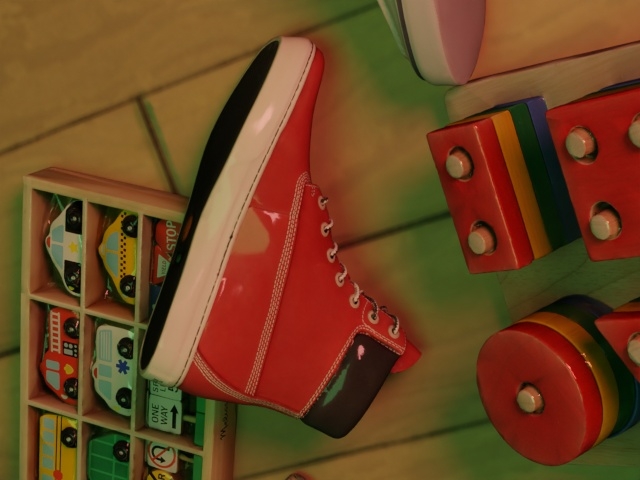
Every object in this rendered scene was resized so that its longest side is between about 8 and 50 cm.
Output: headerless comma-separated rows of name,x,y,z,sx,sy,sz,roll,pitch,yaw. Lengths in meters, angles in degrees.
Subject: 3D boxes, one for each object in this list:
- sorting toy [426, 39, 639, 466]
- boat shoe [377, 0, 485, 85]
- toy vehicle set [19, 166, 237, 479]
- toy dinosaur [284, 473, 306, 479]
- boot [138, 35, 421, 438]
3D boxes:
sorting toy,0.175,0.022,0.985,0.257,0.089,0.255,-8,102,52
boat shoe,0.029,-0.216,1.022,0.088,0.096,0.267,-4,119,29
toy vehicle set,-0.140,0.091,1.250,0.166,0.035,0.267,12,110,23
toy dinosaur,-0.008,0.306,1.236,0.118,0.064,0.268,-18,100,23
boot,0.000,0.000,1.137,0.176,0.088,0.244,18,90,-14
